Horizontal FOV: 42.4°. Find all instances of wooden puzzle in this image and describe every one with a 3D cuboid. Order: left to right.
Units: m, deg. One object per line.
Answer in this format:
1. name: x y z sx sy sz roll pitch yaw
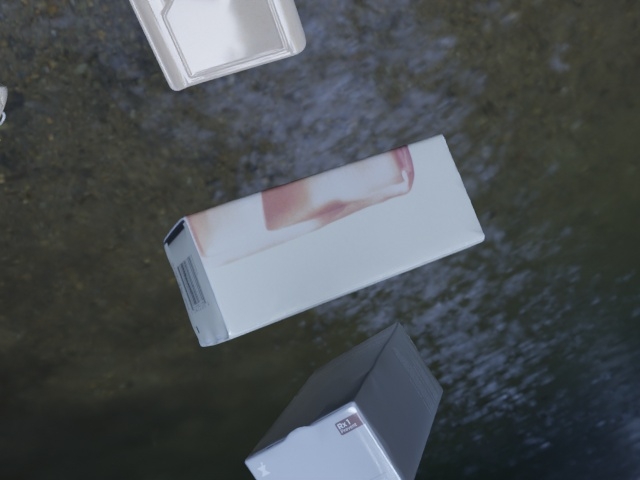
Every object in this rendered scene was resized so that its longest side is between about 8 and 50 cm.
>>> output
1. wooden puzzle: -0.164 -0.367 1.306 0.238 0.044 0.221 -18 129 4

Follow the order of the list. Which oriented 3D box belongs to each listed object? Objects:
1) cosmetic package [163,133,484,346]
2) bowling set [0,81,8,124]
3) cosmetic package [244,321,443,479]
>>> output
1. cosmetic package: 0.000 0.000 0.880 0.296 0.129 0.153 -19 176 -23
2. bowling set: -0.662 -0.206 1.309 0.287 0.200 0.154 -21 139 -60
3. cosmetic package: 0.034 0.180 0.820 0.127 0.107 0.238 -32 -176 21
